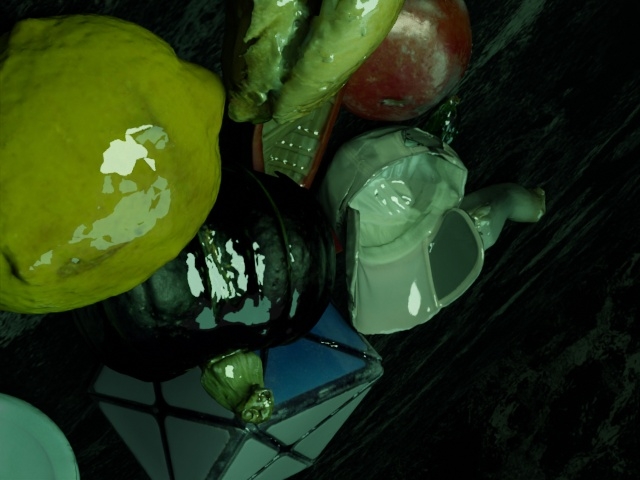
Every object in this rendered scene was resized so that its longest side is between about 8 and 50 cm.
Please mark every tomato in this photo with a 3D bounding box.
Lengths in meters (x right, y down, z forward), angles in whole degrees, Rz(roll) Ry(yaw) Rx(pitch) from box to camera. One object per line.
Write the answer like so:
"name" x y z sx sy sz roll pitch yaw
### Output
"tomato" 0.109 -0.207 1.540 0.189 0.099 0.173 -23 157 -38

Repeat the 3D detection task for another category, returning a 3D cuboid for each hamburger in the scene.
"hamburger" -0.001 -0.228 1.061 0.134 0.265 0.285 3 171 -9

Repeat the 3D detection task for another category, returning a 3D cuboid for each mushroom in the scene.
"mushroom" 0.301 -0.049 2.275 0.278 0.096 0.099 -23 156 -51

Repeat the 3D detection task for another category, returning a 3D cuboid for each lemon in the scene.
"lemon" -0.205 -0.063 1.074 0.288 0.233 0.233 -30 162 6

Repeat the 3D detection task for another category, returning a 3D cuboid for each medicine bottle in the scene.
"medicine bottle" -0.412 0.342 1.564 0.245 0.245 0.290 -30 161 -27

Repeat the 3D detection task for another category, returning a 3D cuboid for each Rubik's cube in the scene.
"Rubik's cube" -0.120 0.182 1.746 0.260 0.259 0.255 -17 149 -42

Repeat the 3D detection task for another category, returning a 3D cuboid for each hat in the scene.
"hat" 0.089 -0.013 1.730 0.232 0.275 0.161 -1 -178 -34

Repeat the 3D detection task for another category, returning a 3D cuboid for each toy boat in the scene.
"toy boat" -0.036 -0.143 1.439 0.136 0.079 0.392 -33 159 -28

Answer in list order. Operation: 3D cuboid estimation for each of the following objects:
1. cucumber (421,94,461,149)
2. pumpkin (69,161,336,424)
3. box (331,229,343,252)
"cucumber" 0.141 -0.095 1.909 0.067 0.067 0.293 -24 155 -40
"pumpkin" -0.119 0.062 1.399 0.296 0.296 0.296 -35 161 -15
"box" 0.000 0.000 1.916 0.133 0.023 0.090 -24 153 -41
